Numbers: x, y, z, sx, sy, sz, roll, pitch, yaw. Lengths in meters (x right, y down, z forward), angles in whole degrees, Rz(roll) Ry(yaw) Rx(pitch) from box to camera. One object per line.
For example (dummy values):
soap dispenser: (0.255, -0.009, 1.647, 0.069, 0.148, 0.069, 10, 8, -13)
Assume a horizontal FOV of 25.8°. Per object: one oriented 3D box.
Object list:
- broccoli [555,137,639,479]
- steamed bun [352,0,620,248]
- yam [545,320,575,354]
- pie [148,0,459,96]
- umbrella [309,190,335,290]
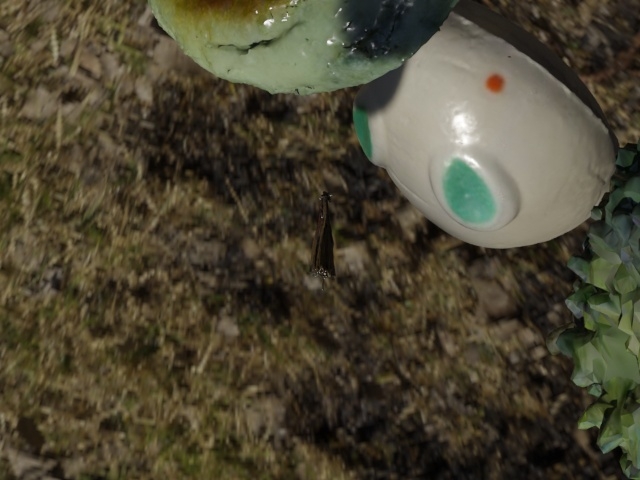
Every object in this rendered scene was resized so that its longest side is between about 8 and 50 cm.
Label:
broccoli: (0.210, 0.039, 0.445, 0.249, 0.375, 0.302, -17, 87, -30)
steamed bun: (0.110, -0.072, 0.980, 0.177, 0.228, 0.131, 35, 89, 29)
yam: (0.234, 0.021, 0.902, 0.027, 0.029, 0.234, 13, 146, -39)
pie: (-0.001, -0.142, 0.481, 0.041, 0.187, 0.187, 14, 114, -45)
umbrella: (0.002, 0.000, 1.130, 0.020, 0.031, 0.083, -1, 73, 28)
